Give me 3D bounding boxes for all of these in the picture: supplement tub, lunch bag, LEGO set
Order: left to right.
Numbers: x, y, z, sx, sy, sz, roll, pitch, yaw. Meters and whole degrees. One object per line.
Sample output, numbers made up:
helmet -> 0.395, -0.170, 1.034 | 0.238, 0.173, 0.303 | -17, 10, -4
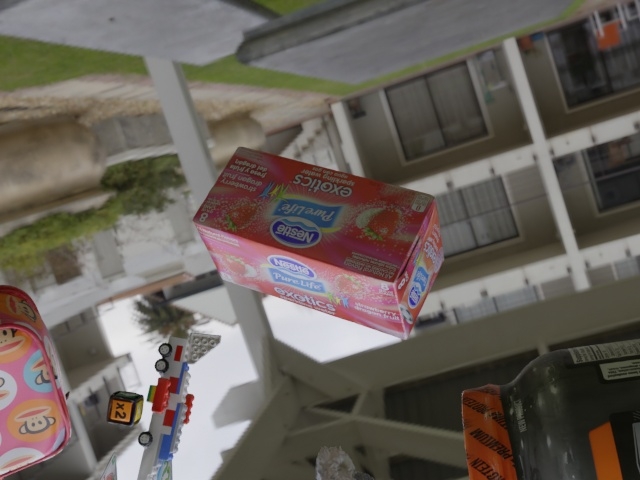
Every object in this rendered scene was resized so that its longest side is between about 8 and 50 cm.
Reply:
lunch bag -> -0.440, 0.203, 0.955 | 0.293, 0.258, 0.120 | -16, -146, -18
LEGO set -> -0.136, 0.197, 0.705 | 0.060, 0.244, 0.182 | 8, -149, 5
supplement tub -> 0.290, 0.174, 0.644 | 0.337, 0.207, 0.207 | -10, -174, 12

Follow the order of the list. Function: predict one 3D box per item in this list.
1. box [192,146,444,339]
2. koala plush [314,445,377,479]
box -> 0.000, 0.000, 0.960 | 0.256, 0.128, 0.123 | 17, -119, 23
koala plush -> 0.056, 0.365, 1.007 | 0.203, 0.221, 0.196 | -24, 145, -23
